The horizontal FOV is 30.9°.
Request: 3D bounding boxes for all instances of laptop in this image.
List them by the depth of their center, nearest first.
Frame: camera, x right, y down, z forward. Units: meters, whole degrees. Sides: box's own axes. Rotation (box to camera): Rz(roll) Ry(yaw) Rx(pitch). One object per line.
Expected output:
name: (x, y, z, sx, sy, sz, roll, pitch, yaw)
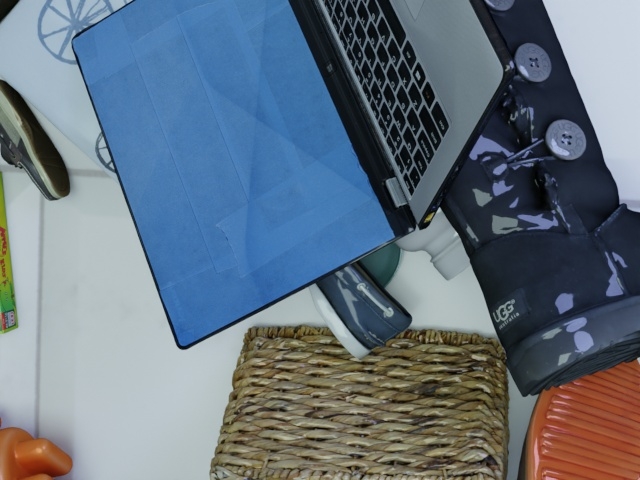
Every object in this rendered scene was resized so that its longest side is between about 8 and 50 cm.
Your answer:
laptop: (-0.061, -0.171, 1.049, 0.236, 0.408, 0.382, -16, 68, -19)

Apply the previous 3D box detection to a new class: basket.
basket: (0.051, 0.239, 1.236, 0.299, 0.223, 0.213, 0, 128, 9)

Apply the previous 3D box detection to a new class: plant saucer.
plant saucer: (0.030, 0.007, 1.254, 0.119, 0.021, 0.119, 1, 96, 10)

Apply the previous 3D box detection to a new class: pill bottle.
pill bottle: (0.093, -0.068, 1.187, 0.121, 0.121, 0.216, -42, 88, 10)

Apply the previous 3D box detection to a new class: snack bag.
snack bag: (-0.153, -0.210, 1.257, 0.342, 0.037, 0.323, 44, 101, 3)

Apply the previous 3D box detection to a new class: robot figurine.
robot figurine: (-0.388, 0.281, 1.293, 0.219, 0.128, 0.158, -16, 95, 9)

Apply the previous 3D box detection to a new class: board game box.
board game box: (-0.403, 0.016, 1.312, 0.092, 0.043, 0.181, -4, 95, 9)

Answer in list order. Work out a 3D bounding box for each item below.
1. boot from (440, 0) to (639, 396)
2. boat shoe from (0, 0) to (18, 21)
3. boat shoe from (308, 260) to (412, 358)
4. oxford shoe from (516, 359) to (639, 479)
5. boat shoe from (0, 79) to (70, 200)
boot: (0.246, -0.106, 1.139, 0.146, 0.367, 0.445, -48, 59, 49)
boat shoe: (-0.404, -0.252, 1.275, 0.223, 0.080, 0.073, -44, 82, 5)
boat shoe: (0.000, 0.000, 1.196, 0.079, 0.095, 0.254, -34, 84, 10)
oxford shoe: (0.238, 0.261, 1.157, 0.130, 0.133, 0.364, 22, 62, -4)
boat shoe: (-0.331, -0.105, 1.288, 0.049, 0.056, 0.152, -33, 80, 15)
